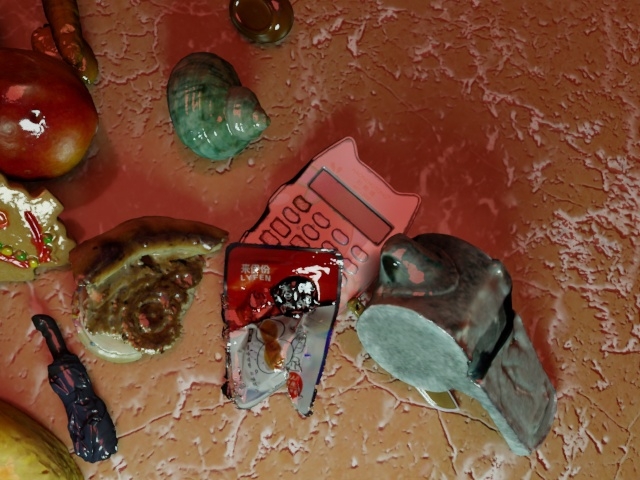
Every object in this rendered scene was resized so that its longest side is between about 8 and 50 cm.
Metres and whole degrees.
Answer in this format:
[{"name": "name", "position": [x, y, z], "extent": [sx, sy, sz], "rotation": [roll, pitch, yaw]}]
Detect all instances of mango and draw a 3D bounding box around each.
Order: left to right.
[{"name": "mango", "position": [-0.419, -0.307, 1.402], "extent": [0.127, 0.063, 0.077], "rotation": [39, 71, -2]}]

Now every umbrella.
[{"name": "umbrella", "position": [-0.378, 0.221, 1.303], "extent": [0.071, 0.071, 0.248], "rotation": [-22, 81, -10]}]

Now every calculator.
[{"name": "calculator", "position": [0.000, 0.000, 1.398], "extent": [0.220, 0.048, 0.330], "rotation": [42, 80, 1]}]

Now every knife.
[{"name": "knife", "position": [0.138, 0.186, 1.371], "extent": [0.046, 0.022, 0.256], "rotation": [-42, 94, -13]}]

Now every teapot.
[{"name": "teapot", "position": [-0.101, -0.394, 1.451], "extent": [0.129, 0.078, 0.098], "rotation": [29, 117, 14]}]

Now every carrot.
[{"name": "carrot", "position": [-0.432, -0.402, 1.380], "extent": [0.066, 0.066, 0.314], "rotation": [-14, 64, -9]}]

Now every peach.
[{"name": "peach", "position": [-0.463, -0.193, 1.285], "extent": [0.243, 0.243, 0.200], "rotation": [7, 83, -5]}]

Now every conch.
[{"name": "conch", "position": [-0.172, -0.222, 1.384], "extent": [0.188, 0.122, 0.176], "rotation": [39, 53, -2]}]

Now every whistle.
[{"name": "whistle", "position": [0.232, 0.152, 1.300], "extent": [0.404, 0.188, 0.168], "rotation": [37, 55, -2]}]

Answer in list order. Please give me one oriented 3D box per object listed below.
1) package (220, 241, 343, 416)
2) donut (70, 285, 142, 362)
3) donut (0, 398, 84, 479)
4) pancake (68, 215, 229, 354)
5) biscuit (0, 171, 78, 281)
[{"name": "package", "position": [-0.065, 0.140, 1.335], "extent": [0.194, 0.071, 0.269], "rotation": [3, 87, 2]}, {"name": "donut", "position": [-0.337, 0.108, 1.320], "extent": [0.108, 0.065, 0.166], "rotation": [2, 80, -30]}, {"name": "donut", "position": [-0.517, 0.409, 1.190], "extent": [0.377, 0.163, 0.435], "rotation": [-6, 78, -14]}, {"name": "pancake", "position": [-0.274, 0.042, 1.302], "extent": [0.212, 0.056, 0.257], "rotation": [36, 59, -24]}, {"name": "biscuit", "position": [-0.495, 0.001, 1.295], "extent": [0.238, 0.041, 0.212], "rotation": [-34, 129, 9]}]
